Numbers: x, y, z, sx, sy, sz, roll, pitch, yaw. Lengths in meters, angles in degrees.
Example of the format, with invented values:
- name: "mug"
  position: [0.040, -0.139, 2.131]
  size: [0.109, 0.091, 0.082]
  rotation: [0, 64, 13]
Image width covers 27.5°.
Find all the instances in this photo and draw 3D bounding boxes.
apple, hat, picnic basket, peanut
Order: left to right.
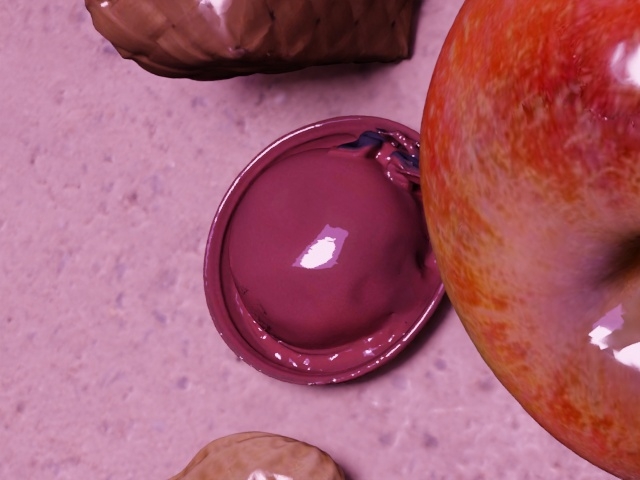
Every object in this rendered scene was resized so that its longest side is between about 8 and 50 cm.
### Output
- name: "picnic basket"
  position: [-0.096, -0.286, 0.932]
  size: [0.337, 0.293, 0.337]
  rotation: [5, 98, 35]
- name: "peanut"
  position: [-0.074, 0.187, 0.896]
  size: [0.194, 0.083, 0.093]
  rotation: [-21, 80, 18]
- name: "hat"
  position: [0.000, 0.000, 0.916]
  size: [0.206, 0.089, 0.205]
  rotation: [-8, 70, 24]
- name: "apple"
  position: [0.224, -0.039, 0.691]
  size: [0.349, 0.277, 0.348]
  rotation: [21, 129, 29]
